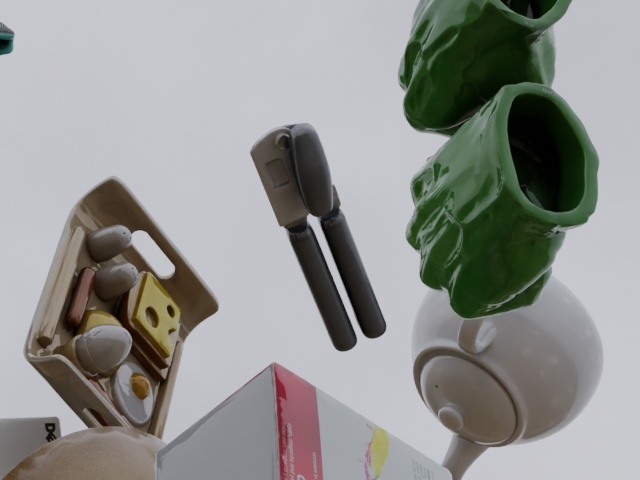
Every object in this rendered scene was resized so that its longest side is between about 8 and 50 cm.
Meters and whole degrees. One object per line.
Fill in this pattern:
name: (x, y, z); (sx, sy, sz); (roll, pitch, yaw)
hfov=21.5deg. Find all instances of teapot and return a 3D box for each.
teapot: (0.200, 0.151, 1.999); (0.252, 0.187, 0.256); (-16, -67, 50)

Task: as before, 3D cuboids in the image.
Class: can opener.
can opener: (0.000, 0.000, 1.843); (0.074, 0.093, 0.280); (-22, -64, -2)

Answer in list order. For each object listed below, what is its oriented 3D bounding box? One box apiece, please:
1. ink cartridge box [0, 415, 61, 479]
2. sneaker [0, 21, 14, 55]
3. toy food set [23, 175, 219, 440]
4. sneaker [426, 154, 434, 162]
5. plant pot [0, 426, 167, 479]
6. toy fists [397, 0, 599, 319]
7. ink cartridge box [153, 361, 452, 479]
ink cartridge box: (-0.285, 0.292, 1.841); (0.255, 0.189, 0.097); (-1, -28, -19)
sneaker: (-0.366, -0.181, 1.699); (0.076, 0.166, 0.065); (26, -41, 6)
toy food set: (-0.196, 0.100, 1.819); (0.092, 0.306, 0.220); (-23, -57, 24)
sneaker: (0.143, -0.062, 1.705); (0.083, 0.037, 0.032); (8, -13, -19)
plant pot: (-0.122, 0.295, 1.302); (0.254, 0.237, 0.237); (21, -27, 51)
toy fists: (0.114, -0.082, 1.124); (0.096, 0.279, 0.142); (12, -33, -24)
ink cartridge box: (-0.007, 0.195, 1.122); (0.176, 0.127, 0.128); (34, -59, -29)
